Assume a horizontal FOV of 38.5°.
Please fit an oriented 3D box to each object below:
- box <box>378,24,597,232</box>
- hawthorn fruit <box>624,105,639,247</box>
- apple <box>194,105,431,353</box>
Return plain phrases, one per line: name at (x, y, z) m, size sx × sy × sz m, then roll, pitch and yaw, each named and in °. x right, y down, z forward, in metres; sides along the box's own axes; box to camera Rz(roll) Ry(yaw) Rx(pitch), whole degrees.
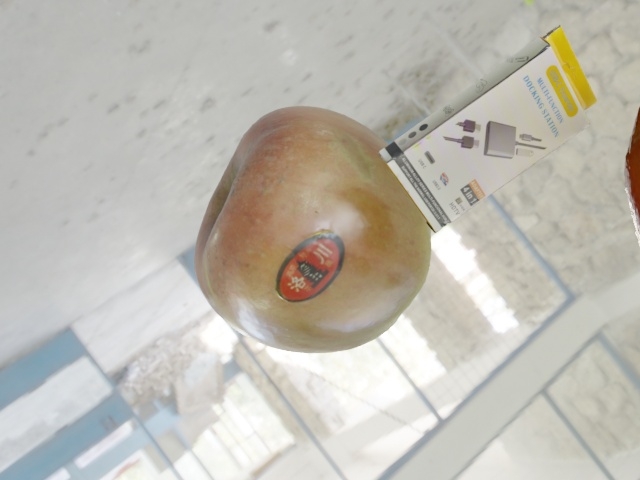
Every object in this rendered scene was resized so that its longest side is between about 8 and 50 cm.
box at (0.198, -0.124, 1.046) m, size 0.247 × 0.129 × 0.033 m, roll -36°, pitch -144°, yaw 7°
hawthorn fruit at (0.429, -0.019, 0.893) m, size 0.287 × 0.287 × 0.330 m, roll 134°, pitch -28°, yaw -62°
apple at (0.000, 0.000, 1.247) m, size 0.338 × 0.305 × 0.338 m, roll -59°, pitch -165°, yaw 26°
